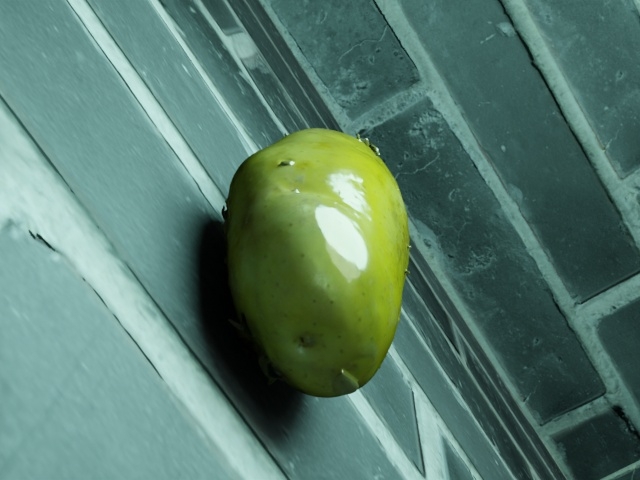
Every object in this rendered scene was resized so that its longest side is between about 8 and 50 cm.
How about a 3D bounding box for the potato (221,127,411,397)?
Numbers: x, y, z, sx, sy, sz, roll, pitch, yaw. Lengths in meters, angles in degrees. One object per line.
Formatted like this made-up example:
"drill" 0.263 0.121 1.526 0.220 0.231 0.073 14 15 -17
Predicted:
"potato" 0.000 0.000 0.596 0.173 0.140 0.300 63 16 -17
